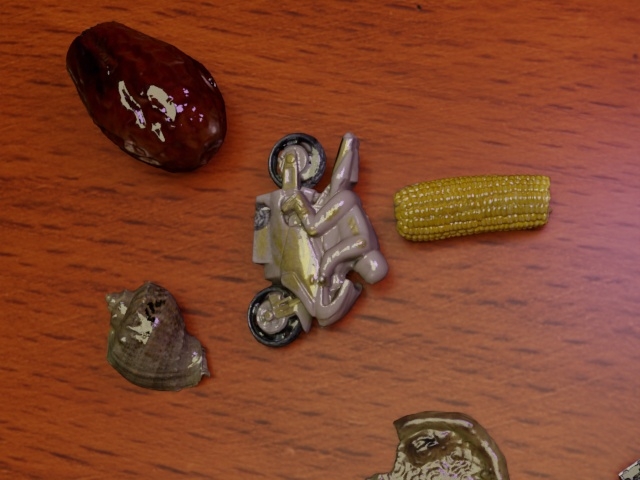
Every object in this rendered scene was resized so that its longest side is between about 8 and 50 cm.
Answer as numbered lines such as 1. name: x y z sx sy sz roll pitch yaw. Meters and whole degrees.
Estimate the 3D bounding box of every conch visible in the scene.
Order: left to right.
1. conch: -0.265 0.160 1.675 0.207 0.130 0.155 41 121 -6

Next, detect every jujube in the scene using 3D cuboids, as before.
1. jujube: -0.277 -0.233 1.707 0.290 0.197 0.197 42 87 17

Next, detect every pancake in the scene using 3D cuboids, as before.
1. pancake: 0.170 0.366 1.570 0.212 0.029 0.235 21 84 13

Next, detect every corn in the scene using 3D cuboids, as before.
1. corn: 0.232 -0.054 1.623 0.244 0.093 0.093 -7 76 8

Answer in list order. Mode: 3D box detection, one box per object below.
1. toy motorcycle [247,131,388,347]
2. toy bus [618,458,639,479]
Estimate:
1. toy motorcycle: 0.000 0.000 1.642 0.223 0.108 0.341 3 84 20
2. toy bus: 0.469 0.362 1.501 0.052 0.058 0.102 -35 69 1
